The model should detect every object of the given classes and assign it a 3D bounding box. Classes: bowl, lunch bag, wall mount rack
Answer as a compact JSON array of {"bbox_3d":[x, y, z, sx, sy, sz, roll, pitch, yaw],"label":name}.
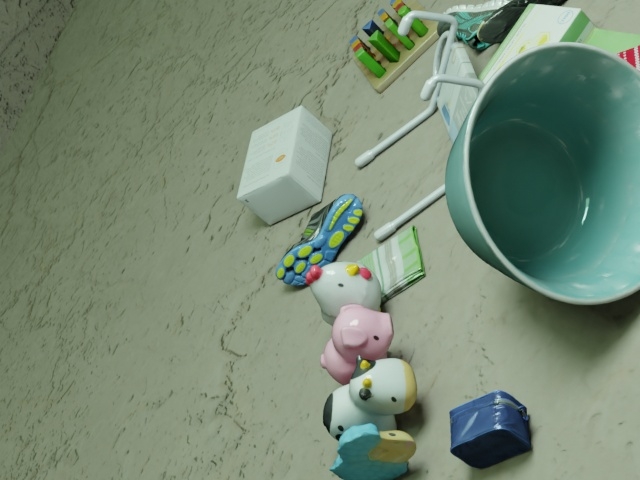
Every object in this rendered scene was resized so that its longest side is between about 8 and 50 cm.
[{"bbox_3d":[0.278,-0.073,1.330,0.311,0.312,0.163,-61,15,-15],"label":"bowl"},{"bbox_3d":[0.205,0.222,1.299,0.098,0.067,0.065,-29,39,29],"label":"lunch bag"},{"bbox_3d":[0.160,-0.178,1.702,0.350,0.131,0.304,-100,18,-50],"label":"wall mount rack"}]

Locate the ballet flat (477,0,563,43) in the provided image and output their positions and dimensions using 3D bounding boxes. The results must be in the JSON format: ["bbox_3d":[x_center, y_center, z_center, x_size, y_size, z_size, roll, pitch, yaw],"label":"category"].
[{"bbox_3d":[0.327,-0.369,1.732,0.173,0.057,0.049,-32,22,2],"label":"ballet flat"}]

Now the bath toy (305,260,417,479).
[{"bbox_3d":[0.049,0.155,1.478,0.151,0.129,0.348,-33,40,23],"label":"bath toy"}]

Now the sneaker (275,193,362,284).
[{"bbox_3d":[0.000,0.000,1.780,0.188,0.067,0.078,-50,12,5],"label":"sneaker"}]

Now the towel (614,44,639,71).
[{"bbox_3d":[0.490,-0.217,1.401,0.275,0.031,0.198,-19,44,33],"label":"towel"}]

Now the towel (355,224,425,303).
[{"bbox_3d":[0.089,0.049,1.648,0.152,0.023,0.113,-35,37,23],"label":"towel"}]

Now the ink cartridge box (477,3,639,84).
[{"bbox_3d":[0.354,-0.264,1.606,0.171,0.056,0.235,-55,31,-5],"label":"ink cartridge box"}]

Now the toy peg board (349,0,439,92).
[{"bbox_3d":[0.120,-0.379,1.975,0.161,0.079,0.160,-43,34,12],"label":"toy peg board"}]

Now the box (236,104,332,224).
[{"bbox_3d":[-0.063,-0.135,1.947,0.130,0.091,0.170,-23,42,36],"label":"box"}]

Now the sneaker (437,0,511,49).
[{"bbox_3d":[0.254,-0.353,1.806,0.167,0.065,0.076,-4,59,50],"label":"sneaker"}]
